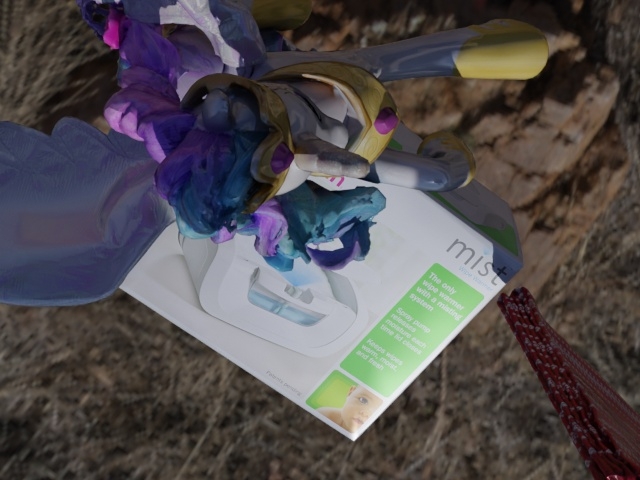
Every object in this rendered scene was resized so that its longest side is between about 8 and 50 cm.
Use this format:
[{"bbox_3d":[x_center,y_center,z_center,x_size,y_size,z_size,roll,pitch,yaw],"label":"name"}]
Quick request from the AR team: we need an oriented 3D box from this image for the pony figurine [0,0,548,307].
[{"bbox_3d":[-0.068,-0.100,0.821,0.351,0.363,0.303,16,108,24],"label":"pony figurine"}]

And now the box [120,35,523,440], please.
[{"bbox_3d":[0.000,0.000,1.158,0.262,0.127,0.231,36,113,-16],"label":"box"}]

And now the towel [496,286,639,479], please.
[{"bbox_3d":[0.233,0.155,1.007,0.031,0.275,0.199,-41,114,11],"label":"towel"}]
